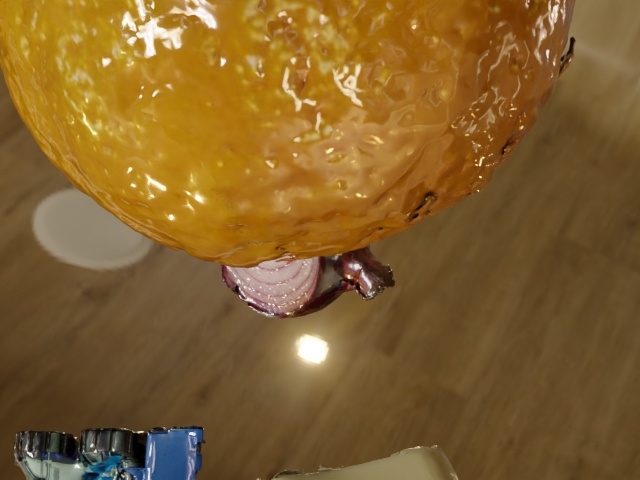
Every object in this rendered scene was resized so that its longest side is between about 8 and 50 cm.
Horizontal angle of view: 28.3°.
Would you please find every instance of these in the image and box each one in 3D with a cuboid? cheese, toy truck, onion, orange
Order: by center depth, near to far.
[{"bbox_3d":[-0.027,-0.156,0.740,0.341,0.293,0.340,-19,-152,10],"label":"orange"},{"bbox_3d":[-0.178,0.231,1.149,0.208,0.113,0.126,-6,162,28],"label":"toy truck"},{"bbox_3d":[0.000,0.000,1.374,0.218,0.195,0.140,23,-154,28],"label":"onion"},{"bbox_3d":[0.048,0.347,1.549,0.266,0.127,0.233,-4,-133,-13],"label":"cheese"}]
